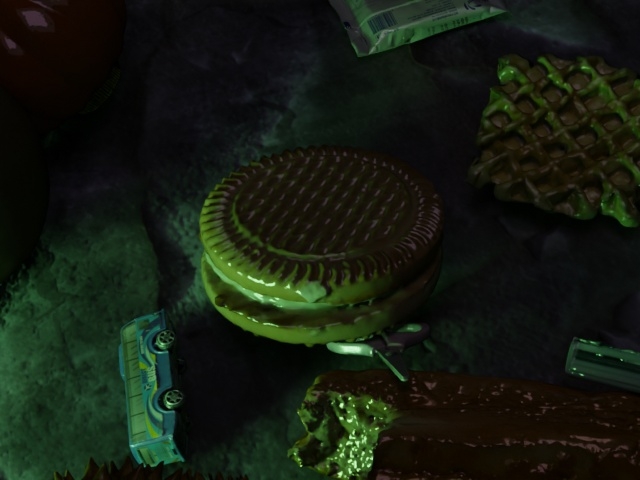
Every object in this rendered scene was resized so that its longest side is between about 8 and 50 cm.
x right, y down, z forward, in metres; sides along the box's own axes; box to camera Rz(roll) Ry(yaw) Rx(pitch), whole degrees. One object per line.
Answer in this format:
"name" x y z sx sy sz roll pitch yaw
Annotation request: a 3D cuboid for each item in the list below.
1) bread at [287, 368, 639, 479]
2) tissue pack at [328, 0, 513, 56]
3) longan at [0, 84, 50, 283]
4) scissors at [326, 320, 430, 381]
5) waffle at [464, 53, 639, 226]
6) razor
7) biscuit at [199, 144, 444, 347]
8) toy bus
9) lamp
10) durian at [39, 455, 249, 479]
"bread" 0.157 0.188 1.415 0.380 0.109 0.185 6 16 12
"tissue pack" 0.112 -0.276 1.898 0.193 0.026 0.123 -17 51 -9
"longan" -0.392 -0.053 1.621 0.258 0.258 0.258 -3 49 3
"scissors" 0.063 0.103 1.518 0.100 0.015 0.189 -9 12 -5
"waffle" 0.267 -0.108 1.722 0.204 0.054 0.223 9 53 13
"razor" 0.344 0.070 1.538 0.111 0.056 0.278 12 32 38
"biscuit" 0.000 0.000 1.620 0.259 0.079 0.259 -2 36 2
"toy bus" -0.154 0.138 1.560 0.061 0.051 0.153 -14 50 2
"lamp" -0.308 -0.217 1.780 0.223 0.196 0.223 -32 38 29
"durian" -0.140 0.334 1.232 0.347 0.348 0.384 7 19 11
